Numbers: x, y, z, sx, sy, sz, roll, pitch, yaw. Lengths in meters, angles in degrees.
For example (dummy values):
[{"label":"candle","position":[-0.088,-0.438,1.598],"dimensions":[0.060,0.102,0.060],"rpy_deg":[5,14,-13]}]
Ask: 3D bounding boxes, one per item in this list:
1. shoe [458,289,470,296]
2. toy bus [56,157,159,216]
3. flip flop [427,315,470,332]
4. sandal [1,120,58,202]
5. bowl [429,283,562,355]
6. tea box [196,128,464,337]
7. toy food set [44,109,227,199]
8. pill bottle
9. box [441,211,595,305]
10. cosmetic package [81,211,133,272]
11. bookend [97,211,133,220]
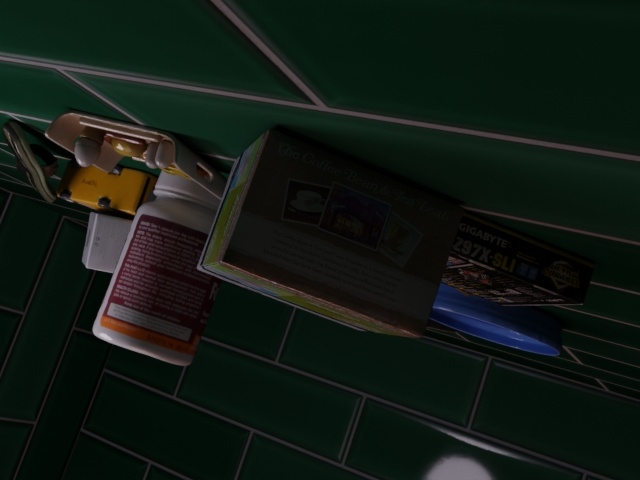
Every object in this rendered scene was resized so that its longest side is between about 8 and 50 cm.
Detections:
[{"label":"shoe","position":[0.237,0.046,1.706],"dimensions":[0.219,0.058,0.076],"rpy_deg":[28,-172,-28]},{"label":"toy bus","position":[-0.519,-0.125,2.071],"dimensions":[0.333,0.108,0.130],"rpy_deg":[11,170,42]},{"label":"flip flop","position":[0.288,0.191,2.355],"dimensions":[0.277,0.112,0.080],"rpy_deg":[13,-175,5]},{"label":"sandal","position":[-0.679,-0.189,2.001],"dimensions":[0.120,0.086,0.303],"rpy_deg":[45,159,16]},{"label":"bowl","position":[0.429,0.197,2.122],"dimensions":[0.391,0.077,0.391],"rpy_deg":[19,171,3]},{"label":"tea box","position":[0.000,0.000,1.354],"dimensions":[0.329,0.220,0.323],"rpy_deg":[21,171,-12]},{"label":"toy food set","position":[-0.346,-0.149,1.598],"dimensions":[0.306,0.092,0.220],"rpy_deg":[16,170,23]},{"label":"pill bottle","position":[-0.317,0.052,1.786],"dimensions":[0.224,0.392,0.224],"rpy_deg":[19,172,3]},{"label":"box","position":[0.286,0.040,1.467],"dimensions":[0.257,0.079,0.322],"rpy_deg":[22,171,-9]},{"label":"cosmetic package","position":[-0.465,0.017,2.065],"dimensions":[0.225,0.138,0.224],"rpy_deg":[10,179,-19]},{"label":"bookend","position":[-0.528,-0.065,2.292],"dimensions":[0.157,0.156,0.072],"rpy_deg":[26,169,-41]}]
